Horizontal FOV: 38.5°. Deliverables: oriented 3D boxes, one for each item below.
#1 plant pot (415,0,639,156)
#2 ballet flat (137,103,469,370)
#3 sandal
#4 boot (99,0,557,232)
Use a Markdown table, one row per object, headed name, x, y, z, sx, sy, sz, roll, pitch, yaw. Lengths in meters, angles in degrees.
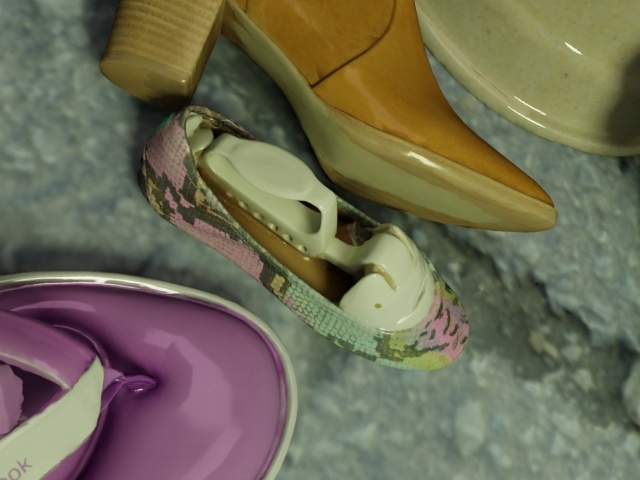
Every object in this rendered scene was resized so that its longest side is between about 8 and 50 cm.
| name | x | y | z | sx | sy | sz | roll | pitch | yaw |
| --- | --- | --- | --- | --- | --- | --- | --- | --- | --- |
| plant pot | 0.248 | -0.268 | 0.593 | 0.334 | 0.305 | 0.333 | 8 | 66 | -20 |
| ballet flat | 0.000 | 0.000 | 0.510 | 0.222 | 0.079 | 0.077 | 34 | 60 | -7 |
| sandal | -0.195 | 0.084 | 0.381 | 0.416 | 0.102 | 0.169 | -1 | 70 | -23 |
| boot | 0.034 | -0.143 | 0.548 | 0.295 | 0.104 | 0.211 | 22 | 75 | -10 |
